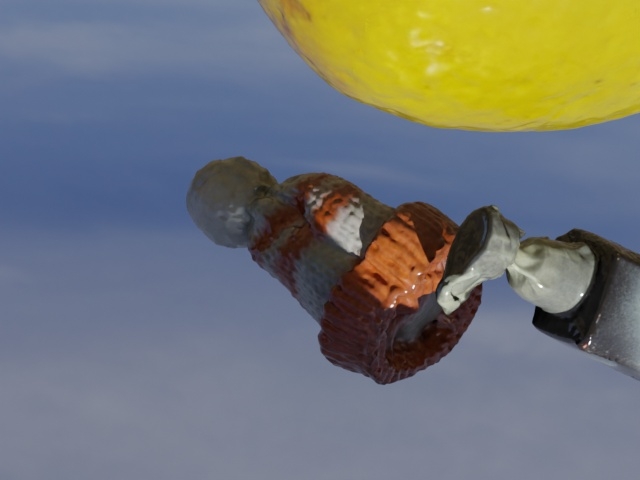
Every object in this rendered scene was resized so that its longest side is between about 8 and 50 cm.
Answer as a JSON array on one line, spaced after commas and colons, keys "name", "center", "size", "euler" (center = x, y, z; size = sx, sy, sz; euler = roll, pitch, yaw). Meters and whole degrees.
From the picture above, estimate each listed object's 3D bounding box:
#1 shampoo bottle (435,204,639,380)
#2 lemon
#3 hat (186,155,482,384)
[{"name": "shampoo bottle", "center": [0.149, 0.039, 0.758], "size": [0.207, 0.063, 0.057], "euler": [24, 176, -25]}, {"name": "lemon", "center": [0.062, -0.117, 0.491], "size": [0.207, 0.170, 0.170], "euler": [-9, -157, -23]}, {"name": "hat", "center": [0.000, 0.000, 0.830], "size": [0.162, 0.093, 0.112], "euler": [38, 165, 29]}]
